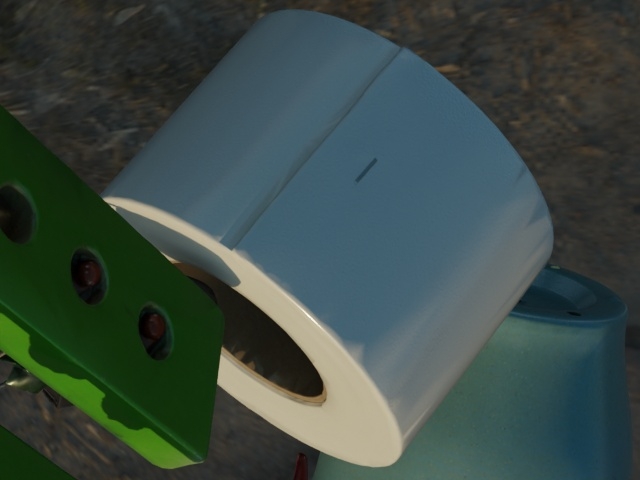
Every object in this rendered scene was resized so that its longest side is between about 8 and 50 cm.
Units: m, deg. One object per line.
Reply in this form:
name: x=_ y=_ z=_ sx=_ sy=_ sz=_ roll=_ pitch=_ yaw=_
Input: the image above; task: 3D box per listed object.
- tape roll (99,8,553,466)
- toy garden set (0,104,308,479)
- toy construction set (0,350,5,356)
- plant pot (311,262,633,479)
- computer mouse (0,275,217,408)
tape roll: x=0.000 y=0.000 z=1.032 sx=0.246 sy=0.246 sz=0.169 roll=45 pitch=68 yaw=-14
toy garden set: x=-0.058 y=0.121 z=0.357 sx=0.204 sy=0.049 sz=0.244 roll=47 pitch=39 yaw=-44
toy construction set: x=-0.335 y=0.078 z=1.092 sx=0.257 sy=0.309 sz=0.237 roll=28 pitch=74 yaw=-29
plant pot: x=0.135 y=0.150 z=1.333 sx=0.271 sy=0.271 sz=0.255 roll=7 pitch=105 yaw=-17
computer mouse: x=-0.166 y=0.088 z=0.939 sx=0.242 sy=0.071 sz=0.041 roll=-24 pitch=137 yaw=5
